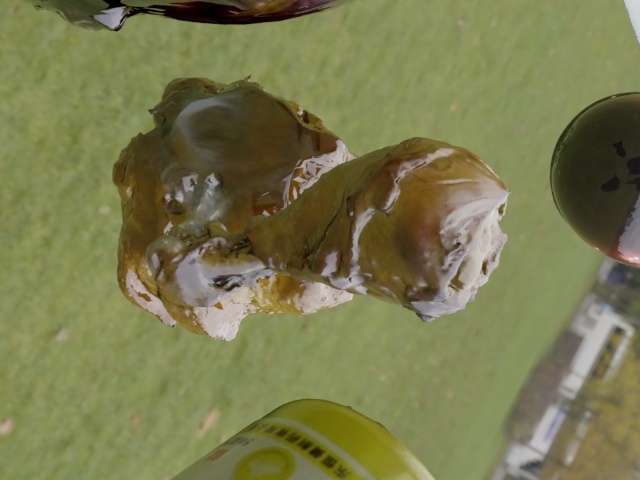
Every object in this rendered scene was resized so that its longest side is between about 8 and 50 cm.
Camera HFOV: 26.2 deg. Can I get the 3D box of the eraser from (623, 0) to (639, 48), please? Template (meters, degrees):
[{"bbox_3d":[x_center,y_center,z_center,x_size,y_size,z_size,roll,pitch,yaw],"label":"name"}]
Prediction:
[{"bbox_3d":[0.301,-0.354,1.047,0.213,0.082,0.397,50,52,-55],"label":"eraser"}]

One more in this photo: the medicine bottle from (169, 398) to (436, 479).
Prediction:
[{"bbox_3d":[-0.052,0.159,0.507,0.212,0.122,0.122,-32,152,-32],"label":"medicine bottle"}]

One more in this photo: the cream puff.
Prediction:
[{"bbox_3d":[-0.075,-0.035,1.203,0.241,0.269,0.155,-21,146,-5],"label":"cream puff"}]

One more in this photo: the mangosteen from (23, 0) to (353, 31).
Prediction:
[{"bbox_3d":[-0.044,-0.288,0.586,0.421,0.381,0.381,-45,165,-9],"label":"mangosteen"}]

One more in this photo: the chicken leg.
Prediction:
[{"bbox_3d":[0.002,-0.001,0.825,0.087,0.251,0.107,-50,124,-50],"label":"chicken leg"}]

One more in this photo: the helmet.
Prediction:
[{"bbox_3d":[0.363,-0.065,1.520,0.193,0.216,0.189,-65,180,-74],"label":"helmet"}]
